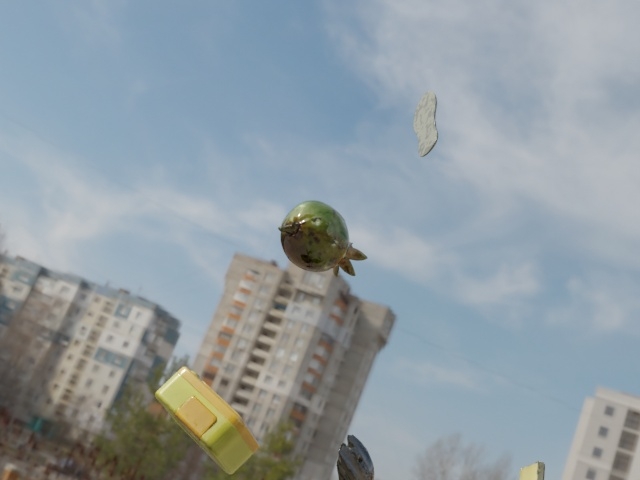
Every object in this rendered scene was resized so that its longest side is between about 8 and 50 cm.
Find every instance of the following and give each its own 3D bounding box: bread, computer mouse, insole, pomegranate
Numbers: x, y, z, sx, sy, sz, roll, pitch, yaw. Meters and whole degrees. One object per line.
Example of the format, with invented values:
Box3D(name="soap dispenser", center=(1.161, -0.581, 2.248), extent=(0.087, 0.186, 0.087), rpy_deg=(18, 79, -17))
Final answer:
Box3D(name="bread", center=(0.467, 0.571, 2.051), extent=(0.028, 0.154, 0.068), rpy_deg=(26, -36, -18))
Box3D(name="computer mouse", center=(0.068, 0.422, 1.694), extent=(0.047, 0.079, 0.135), rpy_deg=(-3, -69, 34))
Box3D(name="insole", center=(0.193, -0.214, 1.680), extent=(0.006, 0.193, 0.065), rpy_deg=(30, -57, -20))
Box3D(name="pomegranate", center=(-0.002, 0.012, 1.969), extent=(0.156, 0.156, 0.220), rpy_deg=(11, -34, 34))

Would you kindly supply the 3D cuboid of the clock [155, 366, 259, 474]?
Box3D(name="clock", center=(-0.223, 0.354, 1.825), extent=(0.202, 0.096, 0.143), rpy_deg=(37, -21, 32))
